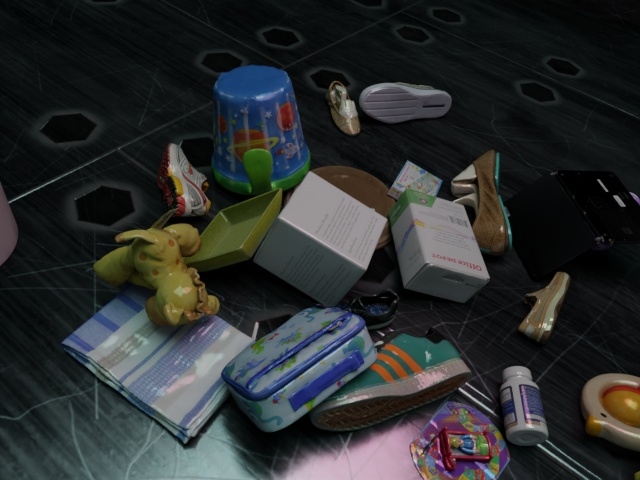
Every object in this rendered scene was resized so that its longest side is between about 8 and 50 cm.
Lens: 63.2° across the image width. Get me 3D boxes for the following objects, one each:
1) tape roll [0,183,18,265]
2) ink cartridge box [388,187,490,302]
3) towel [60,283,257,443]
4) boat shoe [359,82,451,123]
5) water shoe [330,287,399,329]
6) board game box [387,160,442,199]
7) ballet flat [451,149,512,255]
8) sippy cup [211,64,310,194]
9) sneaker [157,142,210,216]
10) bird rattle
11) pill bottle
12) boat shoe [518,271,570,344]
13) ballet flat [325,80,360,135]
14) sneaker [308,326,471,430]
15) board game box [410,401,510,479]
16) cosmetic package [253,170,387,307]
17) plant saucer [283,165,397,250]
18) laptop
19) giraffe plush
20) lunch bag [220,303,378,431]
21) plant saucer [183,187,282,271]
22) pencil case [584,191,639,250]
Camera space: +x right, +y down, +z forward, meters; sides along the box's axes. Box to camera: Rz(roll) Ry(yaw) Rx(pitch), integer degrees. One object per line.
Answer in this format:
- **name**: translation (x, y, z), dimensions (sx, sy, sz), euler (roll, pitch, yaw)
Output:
- **tape roll**: translation (-0.689, -0.049, 0.916), dimensions (0.246, 0.169, 0.246), euler (6, 47, -7)
- **ink cartridge box**: translation (0.240, 0.010, 1.084), dimensions (0.154, 0.093, 0.212), euler (14, 43, -21)
- **towel**: translation (-0.262, 0.181, 0.882), dimensions (0.285, 0.034, 0.209), euler (29, 47, 16)
- **boat shoe**: translation (0.235, -0.402, 1.505), dimensions (0.302, 0.109, 0.094), euler (-4, 32, -27)
- **water shoe**: translation (0.050, 0.134, 0.958), dimensions (0.203, 0.080, 0.073), euler (-15, 52, -24)
- **board game box**: translation (0.230, -0.129, 1.253), dimensions (0.103, 0.026, 0.154), euler (32, 39, 4)
- **ballet flat**: translation (0.377, -0.100, 1.246), dimensions (0.124, 0.116, 0.342), euler (-2, 48, 14)
- **sippy cup**: translation (-0.141, -0.257, 1.164), dimensions (0.240, 0.224, 0.305), euler (-31, 49, -29)
- **sneaker**: translation (-0.301, -0.128, 1.146), dimensions (0.092, 0.088, 0.225), euler (7, 42, -34)
- **bird rattle**: translation (0.564, 0.289, 0.895), dimensions (0.207, 0.143, 0.253), euler (12, 40, 23)
- **pill bottle**: translation (0.344, 0.280, 0.891), dimensions (0.067, 0.067, 0.120), euler (10, 46, -2)
- **boat shoe**: translation (0.456, 0.124, 1.067), dimensions (0.072, 0.068, 0.190), euler (21, 46, 25)
- **ballet flat**: translation (0.062, -0.375, 1.451), dimensions (0.073, 0.067, 0.206), euler (-9, 50, -19)
- **sneaker**: translation (0.103, 0.224, 0.874), dimensions (0.302, 0.108, 0.121), euler (-7, 47, -28)
- **board game box**: translation (0.232, 0.334, 0.841), dimensions (0.133, 0.033, 0.168), euler (39, 52, 24)
- **cosmetic package**: translation (0.000, 0.000, 0.999), dimensions (0.183, 0.151, 0.151), euler (32, 46, -2)
- **plant saucer**: translation (0.055, -0.084, 1.195), dimensions (0.278, 0.041, 0.278), euler (7, 46, -7)
- **laptop**: translation (0.586, -0.039, 1.195), dimensions (0.264, 0.136, 0.234), euler (-1, 48, -13)
- **giraffe plush**: translation (-0.254, 0.068, 0.880), dimensions (0.181, 0.210, 0.170), euler (-23, 80, -38)
- **lunch bag**: translation (-0.032, 0.188, 0.806), dimensions (0.219, 0.090, 0.176), euler (-30, 16, -23)
- **plant saucer**: translation (-0.166, -0.010, 1.019), dimensions (0.188, 0.045, 0.188), euler (-16, 31, 37)
- **pencil case**: translation (0.704, -0.050, 1.272), dimensions (0.206, 0.086, 0.088), euler (-29, 23, -34)
